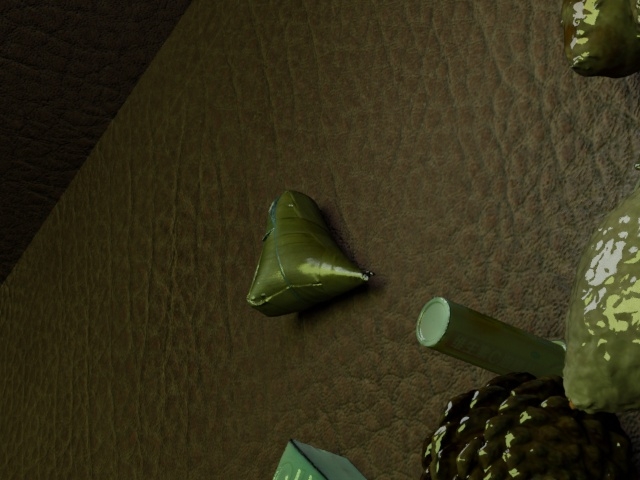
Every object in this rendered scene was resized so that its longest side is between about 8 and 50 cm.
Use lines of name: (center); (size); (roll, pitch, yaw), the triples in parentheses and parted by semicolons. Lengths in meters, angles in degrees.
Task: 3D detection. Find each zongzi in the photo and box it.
zongzi: (0.000, 0.000, 1.994); (0.256, 0.115, 0.228); (-21, 49, 43)

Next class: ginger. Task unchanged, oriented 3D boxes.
ginger: (0.409, -0.290, 1.460); (0.256, 0.176, 0.375); (-50, 21, -11)

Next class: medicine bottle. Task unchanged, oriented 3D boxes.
medicine bottle: (0.216, 0.130, 1.456); (0.074, 0.218, 0.074); (-37, 41, 42)

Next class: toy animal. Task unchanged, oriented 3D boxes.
toy animal: (0.384, 0.041, 1.265); (0.358, 0.188, 0.226); (-39, 42, 4)

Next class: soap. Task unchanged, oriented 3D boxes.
soap: (0.004, 0.392, 1.745); (0.230, 0.091, 0.145); (25, 92, 58)

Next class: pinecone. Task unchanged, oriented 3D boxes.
pinecone: (0.228, 0.255, 1.356); (0.243, 0.243, 0.257); (-56, 12, 19)

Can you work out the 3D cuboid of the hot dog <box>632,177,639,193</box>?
hot dog: (0.381, 0.004, 1.437); (0.191, 0.059, 0.108); (-68, 17, 6)
